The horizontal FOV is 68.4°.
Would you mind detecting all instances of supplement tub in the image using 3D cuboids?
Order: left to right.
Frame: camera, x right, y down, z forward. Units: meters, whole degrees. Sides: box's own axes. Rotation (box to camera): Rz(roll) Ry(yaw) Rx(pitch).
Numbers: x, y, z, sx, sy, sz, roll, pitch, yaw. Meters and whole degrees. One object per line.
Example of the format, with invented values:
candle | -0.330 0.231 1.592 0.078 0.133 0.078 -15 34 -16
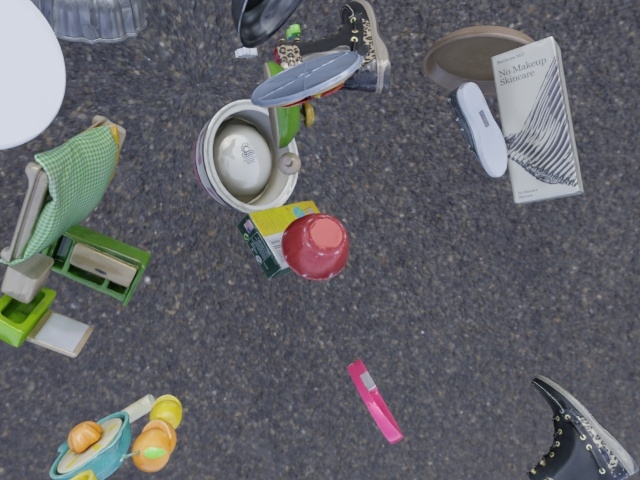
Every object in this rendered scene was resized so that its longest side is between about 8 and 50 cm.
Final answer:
supplement tub | -0.433 -0.190 0.512 0.191 0.272 0.191 -25 121 -53

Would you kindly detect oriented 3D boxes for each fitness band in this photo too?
fitness band | 0.162 0.483 1.426 0.054 0.291 0.209 -29 109 -2

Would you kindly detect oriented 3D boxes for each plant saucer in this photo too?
plant saucer | 0.379 -0.417 1.101 0.278 0.278 0.041 12 83 -18

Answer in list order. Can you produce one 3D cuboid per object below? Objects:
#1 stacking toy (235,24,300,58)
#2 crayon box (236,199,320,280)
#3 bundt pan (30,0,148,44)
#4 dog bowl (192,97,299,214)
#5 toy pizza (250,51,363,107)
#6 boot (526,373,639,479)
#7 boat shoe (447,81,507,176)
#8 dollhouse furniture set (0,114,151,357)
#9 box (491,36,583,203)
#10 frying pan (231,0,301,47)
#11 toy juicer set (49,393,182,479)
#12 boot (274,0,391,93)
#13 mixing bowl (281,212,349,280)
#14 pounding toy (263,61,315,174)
stacking toy | -0.138 -0.534 1.092 0.052 0.221 0.166 -19 104 -44
crayon box | -0.091 -0.011 1.517 0.081 0.319 0.202 -41 75 37
bundt pan | -0.641 -0.678 1.276 0.331 0.330 0.124 6 140 -16
dog bowl | -0.275 -0.290 1.698 0.408 0.150 0.407 -1 92 -43
toy pizza | -0.022 -0.268 0.803 0.201 0.201 0.032 -26 122 -5
boot | 0.478 0.410 0.956 0.179 0.236 0.085 -40 146 2
boat shoe | 0.227 -0.157 0.680 0.049 0.040 0.142 -30 101 -25
dollhouse furniture set | -0.321 0.003 0.667 0.151 0.197 0.301 28 119 -15
box | 0.396 -0.210 0.861 0.094 0.113 0.275 -6 86 -55
frying pan | -0.076 -0.304 0.557 0.053 0.326 0.197 39 132 -2
toy juicer set | -0.339 0.312 0.774 0.209 0.329 0.089 -36 105 -24
boot | 0.017 -0.518 1.276 0.284 0.377 0.138 -9 147 -4
mixing bowl | 0.000 0.000 1.177 0.182 0.098 0.181 7 66 -15
pounding toy | -0.051 -0.272 1.028 0.110 0.183 0.236 -10 91 -8
